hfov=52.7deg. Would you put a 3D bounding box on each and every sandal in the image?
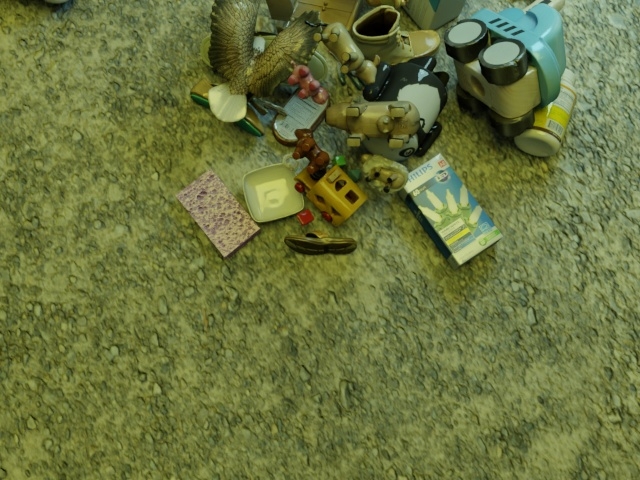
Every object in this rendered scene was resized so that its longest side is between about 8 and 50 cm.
[{"bbox_3d":[0.000,0.000,1.599,0.180,0.072,0.049,1,60,-1],"label":"sandal"}]

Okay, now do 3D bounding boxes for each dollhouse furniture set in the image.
[{"bbox_3d":[0.001,-0.682,1.612,0.173,0.355,0.303,16,75,13],"label":"dollhouse furniture set"}]

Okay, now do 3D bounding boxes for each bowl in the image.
[{"bbox_3d":[-0.119,-0.116,1.633,0.142,0.053,0.142,-15,77,-4],"label":"bowl"}]

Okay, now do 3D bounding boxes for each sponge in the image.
[{"bbox_3d":[-0.258,-0.067,1.632,0.117,0.031,0.210,-38,79,-9],"label":"sponge"}]

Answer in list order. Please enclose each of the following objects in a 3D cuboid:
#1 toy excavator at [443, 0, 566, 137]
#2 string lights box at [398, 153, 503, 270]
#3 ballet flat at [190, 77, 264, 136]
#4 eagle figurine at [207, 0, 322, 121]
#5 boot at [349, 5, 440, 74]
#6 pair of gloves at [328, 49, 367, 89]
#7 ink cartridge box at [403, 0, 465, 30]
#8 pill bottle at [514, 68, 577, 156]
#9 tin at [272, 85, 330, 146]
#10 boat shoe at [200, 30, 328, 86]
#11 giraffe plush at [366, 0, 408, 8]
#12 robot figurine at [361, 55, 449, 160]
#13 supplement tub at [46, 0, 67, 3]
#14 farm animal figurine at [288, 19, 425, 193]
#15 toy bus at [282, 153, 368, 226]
[{"bbox_3d":[0.519,-0.529,1.636,0.445,0.222,0.433,-33,46,-4],"label":"toy excavator"},{"bbox_3d":[0.316,-0.070,1.609,0.133,0.077,0.260,-33,78,-7],"label":"string lights box"},{"bbox_3d":[-0.231,-0.354,1.681,0.232,0.080,0.073,31,77,7],"label":"ballet flat"},{"bbox_3d":[-0.156,-0.442,1.537,0.226,0.298,0.225,-11,65,-28],"label":"eagle figurine"},{"bbox_3d":[0.196,-0.516,1.638,0.262,0.203,0.095,-13,77,-5],"label":"boot"},{"bbox_3d":[0.119,-0.501,1.748,0.198,0.023,0.159,-37,78,-10],"label":"pair of gloves"},{"bbox_3d":[0.257,-0.744,1.704,0.129,0.223,0.307,-33,78,-12],"label":"ink cartridge box"},{"bbox_3d":[0.583,-0.332,1.656,0.117,0.117,0.215,22,76,5],"label":"pill bottle"},{"bbox_3d":[-0.049,-0.331,1.699,0.106,0.040,0.190,36,78,4],"label":"tin"},{"bbox_3d":[-0.137,-0.487,1.702,0.340,0.113,0.127,7,120,10],"label":"boat shoe"},{"bbox_3d":[0.154,-0.660,1.606,0.181,0.210,0.170,-42,120,-34],"label":"giraffe plush"},{"bbox_3d":[0.212,-0.332,1.626,0.209,0.173,0.278,31,77,7],"label":"robot figurine"},{"bbox_3d":[-0.811,-0.791,1.713,0.325,0.235,0.235,21,77,5],"label":"supplement tub"},{"bbox_3d":[0.085,-0.303,1.473,0.326,0.172,0.330,20,116,7],"label":"farm animal figurine"},{"bbox_3d":[0.020,-0.136,1.579,0.202,0.104,0.191,2,73,-21],"label":"toy bus"}]
